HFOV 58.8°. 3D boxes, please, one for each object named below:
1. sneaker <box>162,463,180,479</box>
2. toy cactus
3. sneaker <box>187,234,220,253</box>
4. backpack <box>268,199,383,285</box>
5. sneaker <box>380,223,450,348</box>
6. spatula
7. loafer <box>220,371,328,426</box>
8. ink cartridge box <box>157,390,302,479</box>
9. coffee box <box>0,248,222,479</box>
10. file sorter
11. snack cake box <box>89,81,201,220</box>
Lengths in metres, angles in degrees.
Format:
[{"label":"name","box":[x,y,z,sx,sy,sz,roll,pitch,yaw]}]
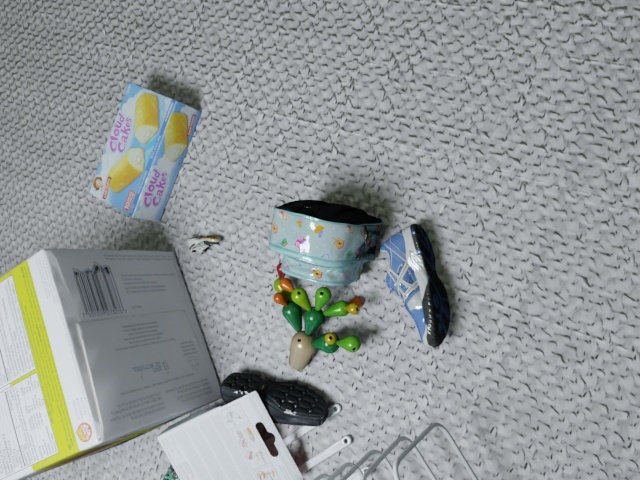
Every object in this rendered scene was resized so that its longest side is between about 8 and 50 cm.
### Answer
[{"label":"sneaker","box":[-0.301,0.512,1.142,0.083,0.098,0.224,24,97,26]},{"label":"toy cactus","box":[-0.016,0.154,1.046,0.219,0.112,0.181,31,118,22]},{"label":"sneaker","box":[-0.243,0.009,1.196,0.083,0.032,0.037,-4,98,31]},{"label":"backpack","box":[0.000,0.000,0.986,0.165,0.188,0.145,17,93,25]},{"label":"sneaker","box":[0.162,0.081,0.969,0.081,0.080,0.211,-22,67,29]},{"label":"spatula","box":[-0.024,0.426,1.062,0.242,0.019,0.168,-37,67,17]},{"label":"loafer","box":[-0.087,0.310,1.075,0.223,0.076,0.078,8,122,23]},{"label":"ink cartridge box","box":[-0.169,0.403,1.082,0.232,0.066,0.189,-28,91,10]},{"label":"coffee box","box":[-0.461,0.238,1.110,0.334,0.337,0.338,-29,75,22]},{"label":"file sorter","box":[0.094,0.424,0.865,0.277,0.192,0.173,-38,76,31]},{"label":"snack cake box","box":[-0.387,-0.193,1.247,0.152,0.089,0.264,25,97,25]}]
